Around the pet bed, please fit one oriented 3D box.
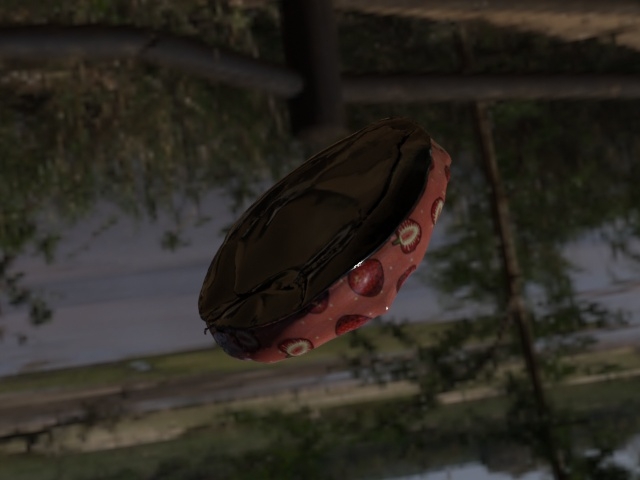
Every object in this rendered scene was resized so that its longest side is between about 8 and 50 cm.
[{"bbox_3d":[0.000,0.000,0.956,0.201,0.053,0.201,-32,-156,17],"label":"pet bed"}]
